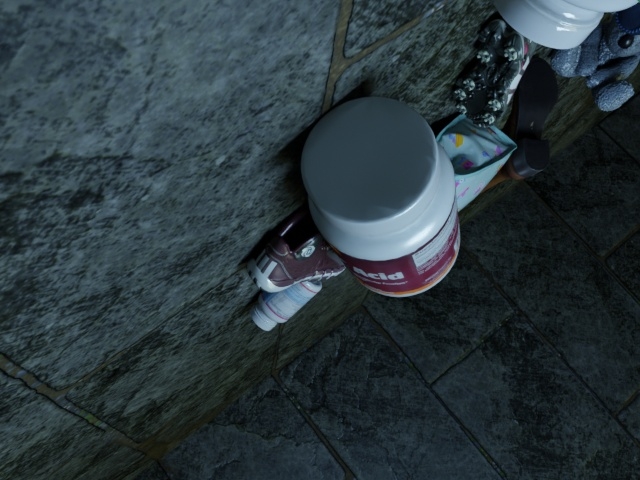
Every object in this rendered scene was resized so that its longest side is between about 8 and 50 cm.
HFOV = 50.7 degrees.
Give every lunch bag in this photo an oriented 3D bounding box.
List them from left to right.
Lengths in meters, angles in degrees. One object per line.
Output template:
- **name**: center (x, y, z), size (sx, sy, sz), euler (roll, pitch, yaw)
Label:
- **lunch bag**: center (0.247, -0.130, 1.410), size (0.262, 0.160, 0.223), euler (-36, 168, -40)

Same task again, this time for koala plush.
- **koala plush**: center (0.668, -0.445, 1.504), size (0.203, 0.196, 0.221), euler (-43, 172, -44)

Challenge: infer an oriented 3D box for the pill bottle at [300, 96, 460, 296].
- **pill bottle**: center (0.106, -0.054, 1.084), size (0.224, 0.224, 0.392), euler (-40, 158, -1)

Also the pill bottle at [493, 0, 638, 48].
- **pill bottle**: center (0.338, -0.385, 0.752), size (0.188, 0.188, 0.334), euler (-31, 164, -33)

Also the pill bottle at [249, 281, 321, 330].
- **pill bottle**: center (-0.080, 0.125, 1.494), size (0.160, 0.087, 0.087), euler (-43, 166, 17)

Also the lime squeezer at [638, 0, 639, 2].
- **lime squeezer**: center (0.308, -0.319, 0.663), size (0.110, 0.059, 0.310), euler (-19, 126, 8)

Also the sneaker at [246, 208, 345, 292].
- **sneaker**: center (0.000, 0.000, 1.278), size (0.281, 0.106, 0.162), euler (-23, 156, -49)

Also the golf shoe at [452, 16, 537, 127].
- **golf shoe**: center (0.320, -0.298, 1.186), size (0.120, 0.105, 0.273), euler (-43, 169, -19)

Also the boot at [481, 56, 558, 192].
- **boot**: center (0.423, -0.252, 1.539), size (0.096, 0.264, 0.280), euler (0, 175, -15)

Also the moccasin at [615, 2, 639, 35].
- **moccasin**: center (0.661, -0.552, 1.283), size (0.117, 0.138, 0.342), euler (-24, 145, -38)
